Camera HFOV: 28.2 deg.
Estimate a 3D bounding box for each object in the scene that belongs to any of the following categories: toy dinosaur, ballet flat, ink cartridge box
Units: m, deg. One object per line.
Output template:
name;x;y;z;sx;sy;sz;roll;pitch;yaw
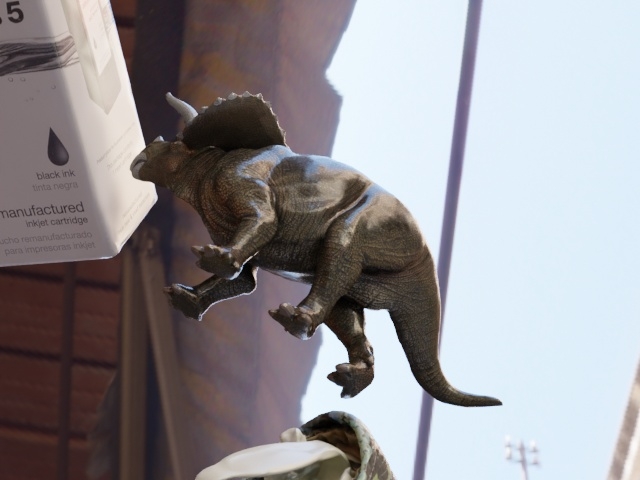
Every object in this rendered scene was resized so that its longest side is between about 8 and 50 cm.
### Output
toy dinosaur;0.000;0.000;0.849;0.313;0.160;0.121;26;-32;7
ballet flat;-0.047;0.115;0.442;0.070;0.188;0.070;26;-51;36
ink cartridge box;-0.254;-0.124;0.932;0.198;0.115;0.273;-5;-65;15
